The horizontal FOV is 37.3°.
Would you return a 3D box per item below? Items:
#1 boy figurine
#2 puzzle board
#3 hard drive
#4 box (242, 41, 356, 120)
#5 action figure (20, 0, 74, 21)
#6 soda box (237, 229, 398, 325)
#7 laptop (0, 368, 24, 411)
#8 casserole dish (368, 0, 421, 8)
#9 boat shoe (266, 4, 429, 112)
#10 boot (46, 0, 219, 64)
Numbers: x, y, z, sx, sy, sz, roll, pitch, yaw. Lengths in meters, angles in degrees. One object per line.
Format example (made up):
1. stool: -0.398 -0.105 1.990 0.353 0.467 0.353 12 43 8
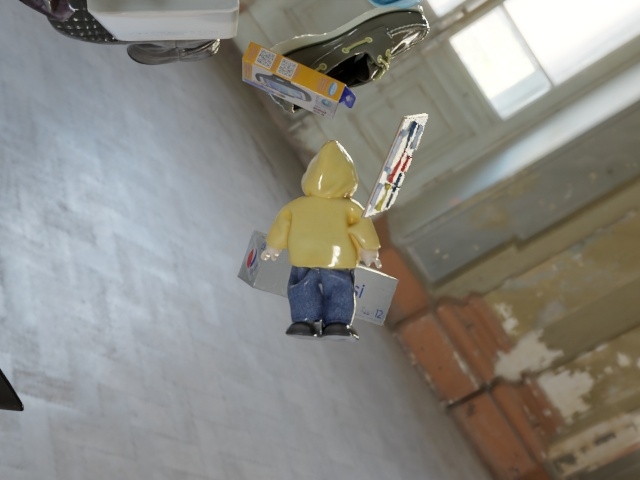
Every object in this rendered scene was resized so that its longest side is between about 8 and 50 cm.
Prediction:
1. boy figurine: 0.000 0.000 1.358 0.092 0.177 0.285 35 54 -69
2. puzzle board: 0.091 -0.088 1.124 0.011 0.128 0.096 27 18 15
3. hard drive: -0.226 -0.338 1.421 0.307 0.202 0.040 -140 -132 -83
4. box: -0.026 -0.182 1.108 0.136 0.028 0.081 26 -9 0
5. action figure: -0.241 -0.266 0.732 0.185 0.285 0.099 -39 88 -28
6. soda box: -0.003 0.070 1.771 0.286 0.098 0.091 18 4 -26
7. laptop: -0.480 0.073 1.236 0.136 0.234 0.265 31 63 -53
8. casserole dish: 0.086 -0.390 1.218 0.189 0.114 0.037 66 16 -4
9. boat shoe: 0.049 -0.278 1.452 0.091 0.305 0.109 56 -26 19
10. boot: -0.327 -0.371 1.697 0.222 0.338 0.118 156 -68 -69
